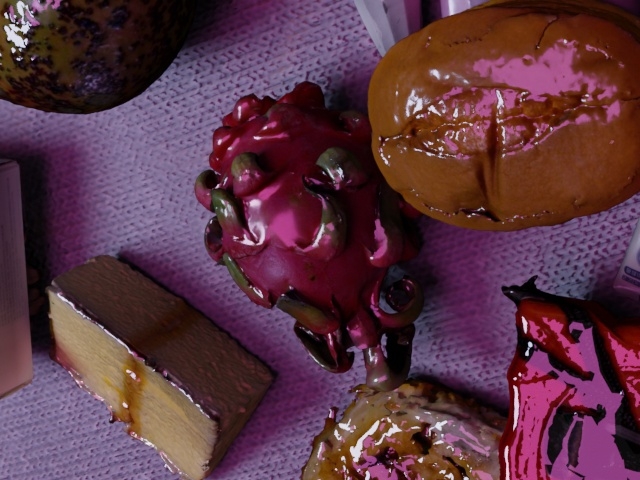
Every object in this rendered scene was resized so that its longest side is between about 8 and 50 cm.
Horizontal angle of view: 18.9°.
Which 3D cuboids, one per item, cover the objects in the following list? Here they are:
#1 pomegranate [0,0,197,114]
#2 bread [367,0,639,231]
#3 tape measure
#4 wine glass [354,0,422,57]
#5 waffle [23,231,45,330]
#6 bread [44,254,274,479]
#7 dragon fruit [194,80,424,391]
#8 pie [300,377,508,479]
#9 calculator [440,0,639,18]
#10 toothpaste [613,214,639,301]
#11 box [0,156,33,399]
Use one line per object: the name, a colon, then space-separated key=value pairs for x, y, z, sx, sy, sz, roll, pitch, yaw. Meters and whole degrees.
pomegranate: x=-0.281 y=-0.242 z=1.782 sx=0.285 sy=0.341 sz=0.285 roll=14 pitch=110 yaw=44
bread: x=0.172 y=-0.111 z=1.640 sx=0.270 sy=0.142 sz=0.195 roll=-4 pitch=108 yaw=24
tape measure: x=0.272 y=0.174 z=1.696 sx=0.260 sy=0.114 sz=0.253 roll=9 pitch=95 yaw=15
wine glass: x=0.071 y=-0.196 z=1.763 sx=0.073 sy=0.073 sz=0.155 roll=-9 pitch=103 yaw=32
waffle: x=-0.406 y=0.039 z=2.117 sx=0.234 sy=0.055 sz=0.221 roll=-28 pitch=92 yaw=31
bread: x=-0.192 y=0.154 z=1.979 sx=0.240 sy=0.135 sz=0.178 roll=37 pitch=120 yaw=13
dragon fruit: x=-0.002 y=-0.008 z=1.803 sx=0.218 sy=0.198 sz=0.272 roll=-14 pitch=123 yaw=4
pie: x=0.111 y=0.271 z=1.869 sx=0.308 sy=0.085 sz=0.308 roll=8 pitch=108 yaw=28
calculator: x=0.195 y=-0.187 z=1.706 sx=0.194 sy=0.043 sz=0.294 roll=-2 pitch=105 yaw=30
toothpaste: x=0.312 y=-0.047 z=1.684 sx=0.062 sy=0.039 sz=0.239 roll=21 pitch=116 yaw=18
box: x=-0.416 y=0.034 z=2.032 sx=0.203 sy=0.106 sz=0.251 roll=6 pitch=108 yaw=26
